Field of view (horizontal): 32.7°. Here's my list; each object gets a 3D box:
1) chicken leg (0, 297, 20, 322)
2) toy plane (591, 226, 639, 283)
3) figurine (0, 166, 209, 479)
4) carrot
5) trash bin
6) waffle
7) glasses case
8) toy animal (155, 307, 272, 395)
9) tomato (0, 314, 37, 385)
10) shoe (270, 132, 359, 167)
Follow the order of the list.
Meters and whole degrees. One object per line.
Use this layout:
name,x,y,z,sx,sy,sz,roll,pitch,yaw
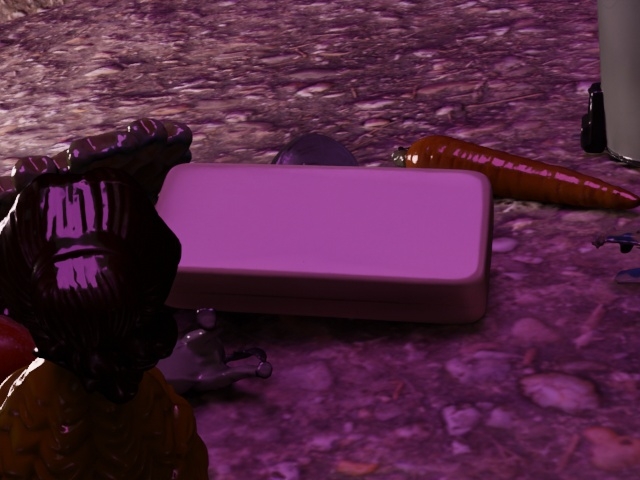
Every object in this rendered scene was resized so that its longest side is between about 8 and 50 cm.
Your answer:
chicken leg,-0.205,0.015,1.215,0.158,0.096,0.407,19,29,31
toy plane,0.376,-0.002,1.035,0.192,0.088,0.262,14,24,34
figurine,-0.159,0.077,0.746,0.187,0.315,0.168,15,45,3
carrot,0.221,-0.079,1.284,0.336,0.069,0.069,13,33,37
trash bin,0.442,-0.240,1.294,0.277,0.262,0.217,-4,25,15
waffle,-0.290,-0.043,1.249,0.292,0.056,0.309,-24,-11,-28
glasses case,0.000,0.000,1.083,0.336,0.076,0.144,3,56,13
toy animal,-0.160,0.113,0.998,0.217,0.073,0.176,0,-14,-12
tomato,-0.272,0.141,0.930,0.091,0.139,0.159,24,-9,11
shoe,-0.041,-0.010,1.211,0.103,0.100,0.251,26,56,11
